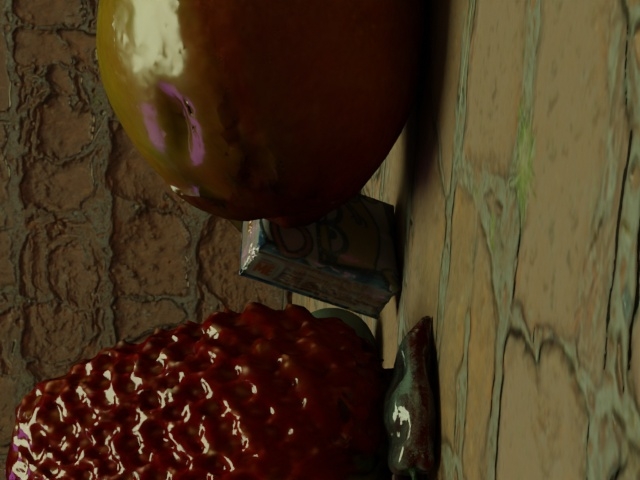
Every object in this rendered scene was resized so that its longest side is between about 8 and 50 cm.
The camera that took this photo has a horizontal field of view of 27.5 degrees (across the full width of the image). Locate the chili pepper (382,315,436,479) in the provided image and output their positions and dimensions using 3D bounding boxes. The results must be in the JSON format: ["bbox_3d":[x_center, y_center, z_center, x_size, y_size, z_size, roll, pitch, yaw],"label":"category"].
[{"bbox_3d":[0.072,0.131,1.042,0.050,0.041,0.153,-21,58,39],"label":"chili pepper"}]

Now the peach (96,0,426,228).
[{"bbox_3d":[-0.053,-0.192,1.168,0.372,0.289,0.373,-176,90,-79],"label":"peach"}]

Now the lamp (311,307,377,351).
[{"bbox_3d":[0.012,0.127,1.439,0.105,0.105,0.105,-178,90,-86],"label":"lamp"}]

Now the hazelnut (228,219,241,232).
[{"bbox_3d":[-0.041,-0.105,1.773,0.229,0.229,0.230,-178,90,-86],"label":"hazelnut"}]

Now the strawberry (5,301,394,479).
[{"bbox_3d":[-0.100,0.210,1.149,0.312,0.351,0.267,84,-177,-51],"label":"strawberry"}]

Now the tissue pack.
[{"bbox_3d":[0.000,0.000,1.290,0.065,0.155,0.116,-52,29,40],"label":"tissue pack"}]
